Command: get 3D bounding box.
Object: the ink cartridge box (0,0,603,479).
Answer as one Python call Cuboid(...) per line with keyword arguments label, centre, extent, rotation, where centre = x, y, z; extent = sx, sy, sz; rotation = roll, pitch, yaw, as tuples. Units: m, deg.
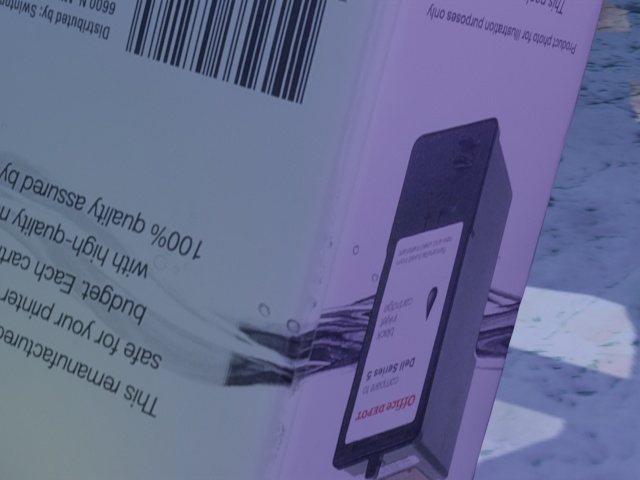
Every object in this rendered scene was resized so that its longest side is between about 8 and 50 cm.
Cuboid(label="ink cartridge box", centre=(-0.043, -0.021, 0.502), extent=(0.198, 0.273, 0.115), rotation=(21, 11, 35))
